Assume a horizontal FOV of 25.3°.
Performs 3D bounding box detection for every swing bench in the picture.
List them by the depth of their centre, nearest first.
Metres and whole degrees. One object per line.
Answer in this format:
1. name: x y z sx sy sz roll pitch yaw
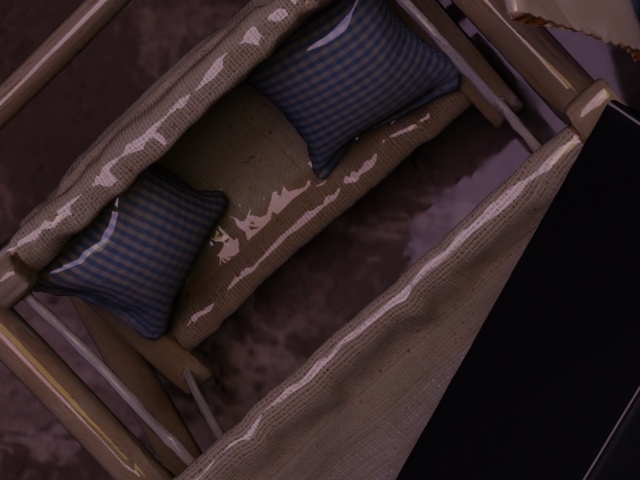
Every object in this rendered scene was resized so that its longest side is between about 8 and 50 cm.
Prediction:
1. swing bench: 0.000 0.000 0.592 0.253 0.165 0.255 -43 74 10

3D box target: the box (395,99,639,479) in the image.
1. box: 0.127 0.110 0.503 0.184 0.103 0.261 22 106 -22

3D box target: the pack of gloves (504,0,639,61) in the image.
1. pack of gloves: 0.089 -0.161 0.557 0.046 0.195 0.232 -30 66 40
